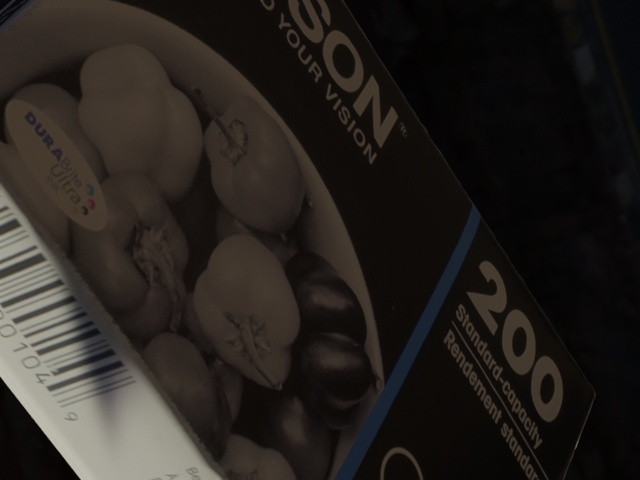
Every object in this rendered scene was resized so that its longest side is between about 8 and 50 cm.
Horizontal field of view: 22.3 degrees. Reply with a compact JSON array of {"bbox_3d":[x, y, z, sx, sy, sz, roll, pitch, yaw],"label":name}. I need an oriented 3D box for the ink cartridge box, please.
[{"bbox_3d":[0.000,0.000,0.434,0.206,0.045,0.208,56,-144,-20],"label":"ink cartridge box"}]
